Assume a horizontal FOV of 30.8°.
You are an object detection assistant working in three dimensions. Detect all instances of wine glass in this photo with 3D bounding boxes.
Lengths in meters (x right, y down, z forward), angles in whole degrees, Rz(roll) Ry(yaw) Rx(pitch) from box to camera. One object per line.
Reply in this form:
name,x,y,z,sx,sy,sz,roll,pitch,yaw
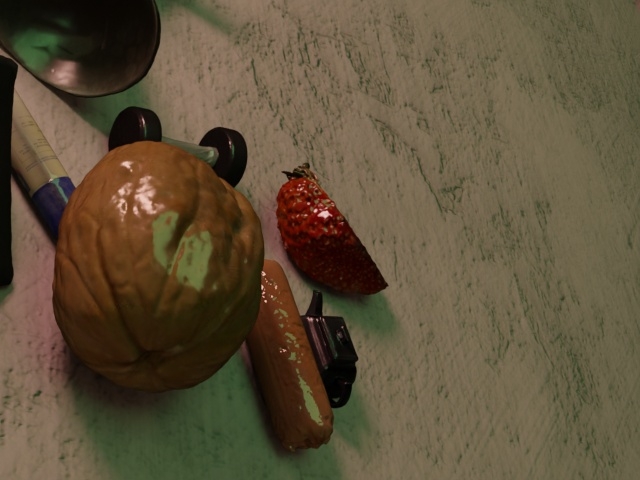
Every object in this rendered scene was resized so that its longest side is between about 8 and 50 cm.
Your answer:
wine glass,-0.303,-0.417,1.772,0.267,0.267,0.406,41,32,-11

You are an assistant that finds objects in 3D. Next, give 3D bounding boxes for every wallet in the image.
wallet,-0.408,-0.085,1.388,0.146,0.030,0.285,1,88,-72

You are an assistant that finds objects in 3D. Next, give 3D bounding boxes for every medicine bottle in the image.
medicine bottle,-0.386,-0.110,1.557,0.059,0.059,0.231,-19,73,-51

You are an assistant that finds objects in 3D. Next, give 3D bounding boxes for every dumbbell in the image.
dumbbell,-0.210,-0.133,1.721,0.191,0.100,0.100,9,52,-39

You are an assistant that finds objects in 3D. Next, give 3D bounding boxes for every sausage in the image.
sausage,-0.055,0.159,1.634,0.086,0.086,0.289,5,55,-43

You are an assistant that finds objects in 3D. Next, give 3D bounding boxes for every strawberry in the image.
strawberry,0.000,0.000,1.825,0.236,0.106,0.175,56,1,8

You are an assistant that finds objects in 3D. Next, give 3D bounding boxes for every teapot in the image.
teapot,0.009,0.157,1.691,0.087,0.096,0.177,7,54,-42

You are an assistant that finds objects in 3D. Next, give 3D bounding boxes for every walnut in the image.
walnut,-0.199,0.030,1.461,0.277,0.252,0.313,30,40,-23
